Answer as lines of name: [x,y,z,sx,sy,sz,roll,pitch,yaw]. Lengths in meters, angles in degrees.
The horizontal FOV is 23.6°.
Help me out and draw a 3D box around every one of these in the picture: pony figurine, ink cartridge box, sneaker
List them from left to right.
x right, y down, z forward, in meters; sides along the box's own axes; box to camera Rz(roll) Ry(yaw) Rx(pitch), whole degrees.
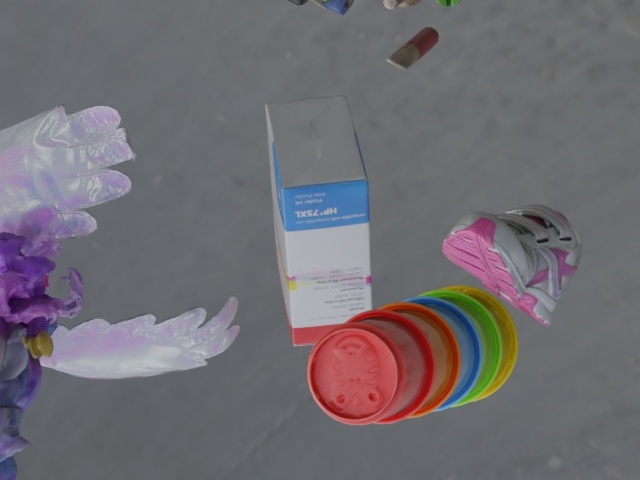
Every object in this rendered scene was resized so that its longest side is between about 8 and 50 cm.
pony figurine: [-0.289,0.072,1.342,0.351,0.363,0.303,-10,123,21]
ink cartridge box: [0.000,0.000,1.399,0.134,0.078,0.231,-102,7,-50]
sneaker: [0.215,0.005,1.661,0.103,0.111,0.252,33,179,25]

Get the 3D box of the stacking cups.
stacking cups: [0.065,0.075,1.080,0.096,0.096,0.316,30,-174,17]

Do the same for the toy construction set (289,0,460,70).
toy construction set: [0.010,-0.307,1.590,0.309,0.257,0.237,51,-152,-5]
